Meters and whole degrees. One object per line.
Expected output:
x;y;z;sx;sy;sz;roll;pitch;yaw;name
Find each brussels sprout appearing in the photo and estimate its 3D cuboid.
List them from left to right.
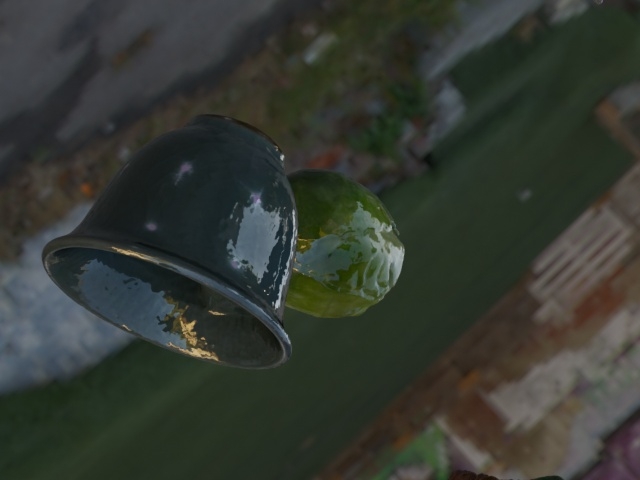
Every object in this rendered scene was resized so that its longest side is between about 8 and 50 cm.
0.002;0.001;1.959;0.144;0.180;0.162;-127;-133;-62;brussels sprout

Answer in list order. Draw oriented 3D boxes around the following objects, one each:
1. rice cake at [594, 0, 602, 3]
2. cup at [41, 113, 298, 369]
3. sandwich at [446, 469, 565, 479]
0.274;-0.350;1.819;0.055;0.049;0.270;-44;145;-29;rice cake
-0.089;-0.012;1.369;0.199;0.199;0.150;114;-1;-70;cup
0.168;0.336;1.872;0.292;0.212;0.109;-35;130;-1;sandwich
